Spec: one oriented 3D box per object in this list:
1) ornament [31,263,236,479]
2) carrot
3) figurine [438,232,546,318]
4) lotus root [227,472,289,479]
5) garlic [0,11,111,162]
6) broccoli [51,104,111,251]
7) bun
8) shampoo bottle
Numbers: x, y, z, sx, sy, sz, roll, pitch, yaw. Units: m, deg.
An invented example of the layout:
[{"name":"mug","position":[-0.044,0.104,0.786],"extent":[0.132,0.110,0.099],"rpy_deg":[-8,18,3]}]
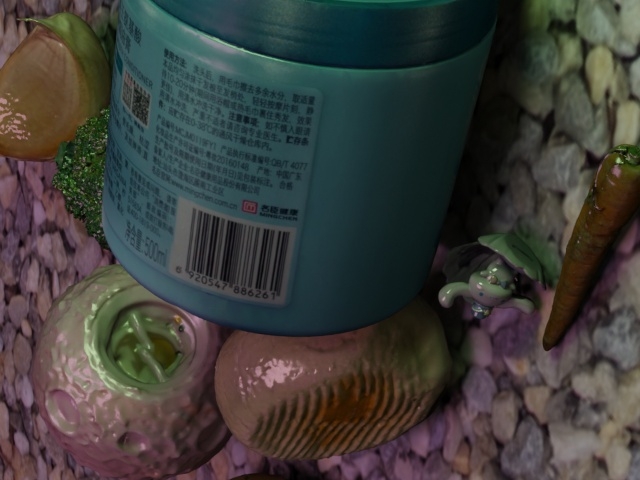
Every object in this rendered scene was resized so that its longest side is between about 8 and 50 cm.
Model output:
[{"name":"ornament","position":[-0.202,0.153,2.033],"extent":[0.259,0.259,0.225],"rpy_deg":[64,160,18]},{"name":"carrot","position":[0.234,0.011,1.542],"extent":[0.049,0.049,0.254],"rpy_deg":[52,143,32]},{"name":"figurine","position":[0.160,0.038,1.627],"extent":[0.086,0.094,0.082],"rpy_deg":[-48,17,20]},{"name":"lotus root","position":[-0.102,0.384,2.056],"extent":[0.169,0.151,0.343],"rpy_deg":[54,142,11]},{"name":"garlic","position":[-0.339,-0.193,2.190],"extent":[0.245,0.164,0.145],"rpy_deg":[-49,44,44]},{"name":"broccoli","position":[-0.218,-0.073,2.063],"extent":[0.156,0.195,0.195],"rpy_deg":[114,135,-68]},{"name":"bun","position":[0.012,0.122,1.770],"extent":[0.244,0.244,0.153],"rpy_deg":[128,142,-49]},{"name":"shampoo bottle","position":[-0.026,-0.135,1.606],"extent":[0.331,0.331,0.343],"rpy_deg":[43,134,39]}]
